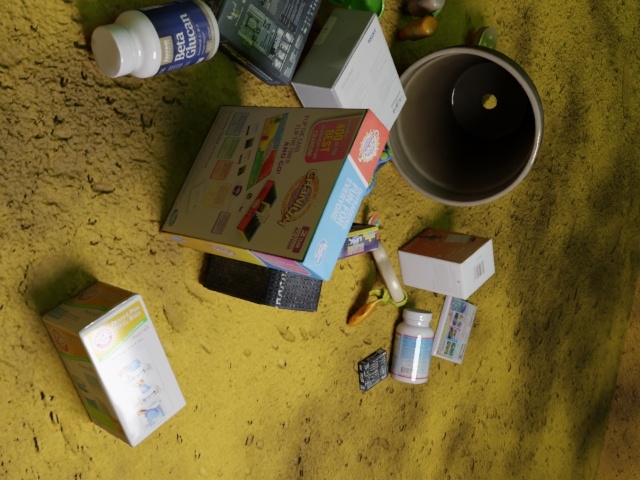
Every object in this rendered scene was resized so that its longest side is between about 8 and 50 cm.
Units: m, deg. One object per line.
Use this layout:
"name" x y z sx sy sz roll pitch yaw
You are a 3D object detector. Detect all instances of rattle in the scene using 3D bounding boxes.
"rattle" 0.092 0.058 1.539 0.200 0.142 0.130 64 19 -16

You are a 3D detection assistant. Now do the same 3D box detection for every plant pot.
"plant pot" 0.330 -0.272 1.562 0.280 0.323 0.323 -43 129 -55

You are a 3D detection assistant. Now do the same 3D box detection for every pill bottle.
"pill bottle" 0.211 0.238 1.667 0.087 0.087 0.160 3 96 -49
"pill bottle" -0.236 -0.286 1.045 0.169 0.094 0.094 -30 120 -41

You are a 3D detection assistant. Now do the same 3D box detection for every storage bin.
"storage bin" -0.094 0.058 1.213 0.122 0.180 0.084 12 89 -49

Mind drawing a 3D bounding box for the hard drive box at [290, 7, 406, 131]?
"hard drive box" 0.060 -0.276 1.349 0.181 0.089 0.232 -62 149 -21

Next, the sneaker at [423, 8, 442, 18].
"sneaker" 0.234 -0.494 1.584 0.035 0.031 0.083 47 59 -28

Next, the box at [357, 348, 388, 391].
"box" 0.118 0.287 1.623 0.083 0.018 0.067 -25 116 -43

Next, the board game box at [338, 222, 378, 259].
"board game box" 0.000 0.000 1.337 0.170 0.141 0.048 -13 108 -46

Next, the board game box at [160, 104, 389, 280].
"board game box" -0.077 -0.084 1.099 0.064 0.316 0.242 37 71 -46

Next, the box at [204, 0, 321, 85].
"box" -0.088 -0.402 1.213 0.183 0.059 0.233 28 78 -48

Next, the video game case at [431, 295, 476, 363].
"video game case" 0.340 0.227 1.862 0.143 0.019 0.157 24 81 -48

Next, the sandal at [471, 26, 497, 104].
"sandal" 0.382 -0.377 1.709 0.088 0.079 0.240 6 102 -38

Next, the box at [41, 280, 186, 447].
"box" -0.296 0.175 1.059 0.103 0.114 0.203 -36 123 -36

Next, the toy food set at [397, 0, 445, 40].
"toy food set" 0.170 -0.525 1.474 0.111 0.104 0.232 -40 110 -22

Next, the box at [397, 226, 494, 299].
"box" 0.282 0.048 1.642 0.130 0.170 0.091 -35 124 -39

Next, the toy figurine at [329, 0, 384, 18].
"toy figurine" 0.088 -0.497 1.343 0.173 0.130 0.159 52 43 -6

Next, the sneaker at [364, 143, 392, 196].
"sneaker" 0.087 -0.145 1.467 0.067 0.078 0.188 38 50 -11
